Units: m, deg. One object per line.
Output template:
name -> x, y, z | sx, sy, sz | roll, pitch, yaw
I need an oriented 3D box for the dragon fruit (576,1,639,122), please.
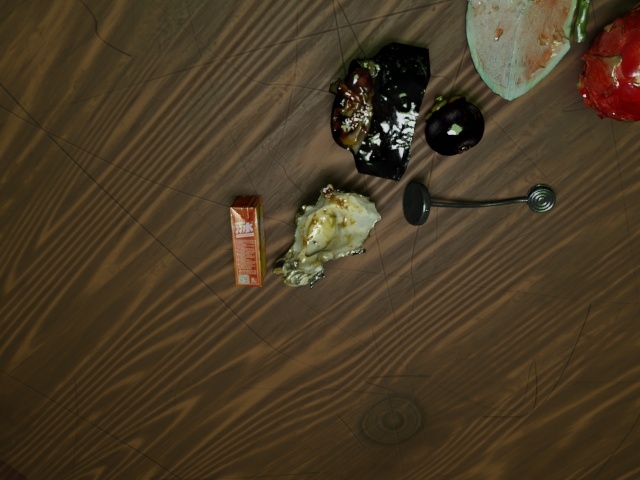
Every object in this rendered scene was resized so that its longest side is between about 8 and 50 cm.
dragon fruit -> 0.670, -0.366, 1.121 | 0.253, 0.241, 0.240 | -23, 108, 6

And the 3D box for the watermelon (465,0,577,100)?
watermelon -> 0.416, -0.459, 1.125 | 0.224, 0.180, 0.304 | 8, 115, 17

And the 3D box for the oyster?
oyster -> 0.007, 0.003, 1.366 | 0.198, 0.133, 0.337 | 30, 113, -10

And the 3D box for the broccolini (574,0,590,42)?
broccolini -> 0.581, -0.546, 1.157 | 0.067, 0.058, 0.216 | 14, 126, 37

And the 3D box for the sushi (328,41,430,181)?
sushi -> 0.123, -0.303, 1.213 | 0.213, 0.215, 0.227 | 14, 133, 4

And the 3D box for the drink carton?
drink carton -> -0.187, 0.002, 1.398 | 0.071, 0.096, 0.222 | 1, 112, 4

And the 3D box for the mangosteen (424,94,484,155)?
mangosteen -> 0.304, -0.274, 1.246 | 0.137, 0.137, 0.151 | -28, 73, 14

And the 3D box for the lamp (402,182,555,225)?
lamp -> 0.393, -0.078, 1.316 | 0.372, 0.108, 0.130 | 7, 115, 1
